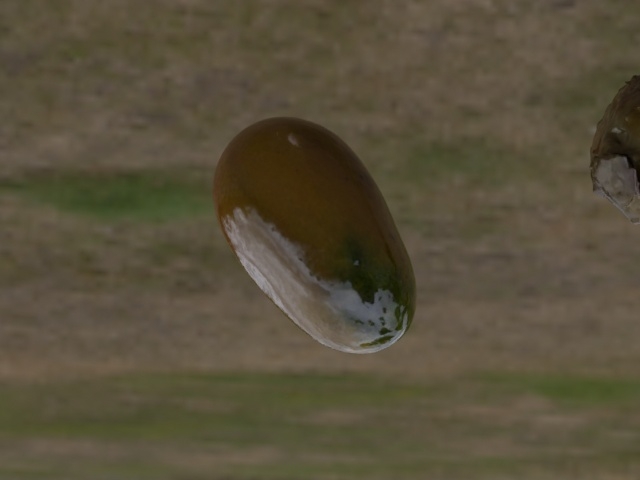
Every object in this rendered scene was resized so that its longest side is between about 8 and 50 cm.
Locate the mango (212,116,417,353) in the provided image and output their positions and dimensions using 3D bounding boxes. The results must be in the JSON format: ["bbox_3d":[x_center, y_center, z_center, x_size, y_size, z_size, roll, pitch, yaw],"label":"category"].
[{"bbox_3d":[-0.001,0.001,1.551,0.120,0.221,0.151,-30,155,-10],"label":"mango"}]

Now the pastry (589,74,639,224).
[{"bbox_3d":[0.280,-0.037,1.352,0.229,0.100,0.218,21,-164,-38],"label":"pastry"}]
